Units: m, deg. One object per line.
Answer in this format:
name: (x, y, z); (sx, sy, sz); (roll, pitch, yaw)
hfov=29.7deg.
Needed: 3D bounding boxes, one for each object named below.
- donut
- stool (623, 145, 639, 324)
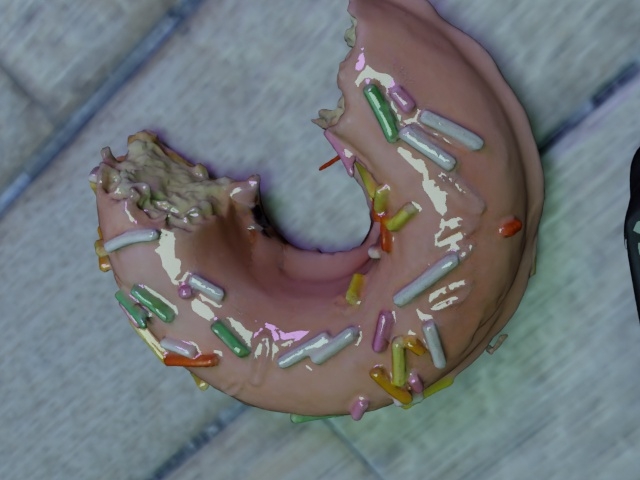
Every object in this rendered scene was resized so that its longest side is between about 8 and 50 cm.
donut: (0.000, 0.000, 0.597); (0.232, 0.085, 0.199); (-32, 95, 23)
stool: (0.240, 0.013, 0.498); (0.232, 0.141, 0.232); (4, 106, 15)
